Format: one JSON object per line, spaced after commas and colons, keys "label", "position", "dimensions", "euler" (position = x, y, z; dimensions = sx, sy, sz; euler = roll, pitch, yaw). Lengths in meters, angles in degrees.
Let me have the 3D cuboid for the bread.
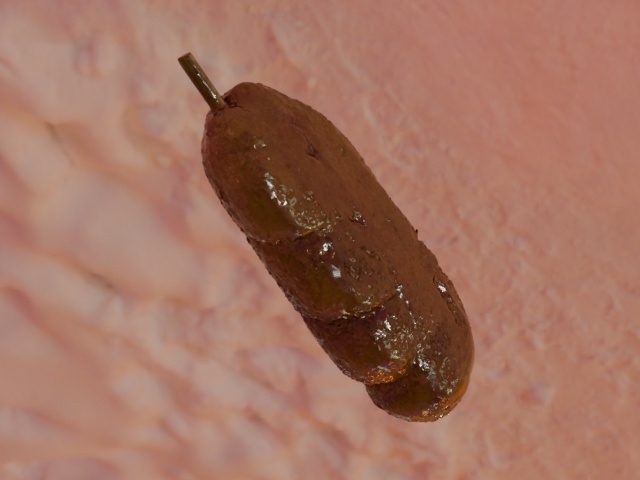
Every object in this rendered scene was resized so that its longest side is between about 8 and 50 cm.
{"label": "bread", "position": [0.001, -0.001, 0.730], "dimensions": [0.084, 0.124, 0.344], "euler": [-22, 114, 41]}
